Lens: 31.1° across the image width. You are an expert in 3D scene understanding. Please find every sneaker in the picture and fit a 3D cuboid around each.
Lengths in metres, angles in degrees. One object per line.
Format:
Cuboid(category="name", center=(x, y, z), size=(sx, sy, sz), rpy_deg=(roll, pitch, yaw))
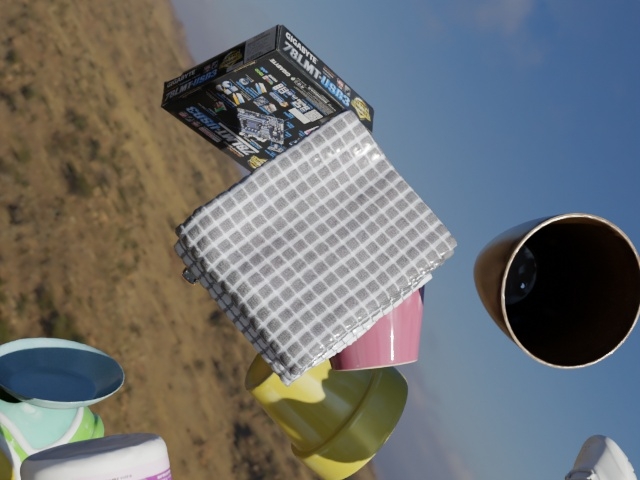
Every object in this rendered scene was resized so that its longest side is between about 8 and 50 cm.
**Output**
Cuboid(category="sneaker", center=(0.415, 0.422, 1.807), size=(0.129, 0.111, 0.297), rpy_deg=(47, 45, -25))

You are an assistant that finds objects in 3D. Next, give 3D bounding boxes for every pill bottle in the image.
Cuboid(category="pill bottle", center=(-0.238, 0.382, 1.310), size=(0.169, 0.169, 0.301), rpy_deg=(100, -18, -89))

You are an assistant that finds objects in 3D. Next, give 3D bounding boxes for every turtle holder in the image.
Cuboid(category="turtle holder", center=(-0.472, 0.328, 1.687), size=(0.243, 0.320, 0.227), rpy_deg=(-15, -61, 48))

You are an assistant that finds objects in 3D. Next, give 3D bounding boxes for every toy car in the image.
Cuboid(category="toy car", center=(-0.195, 0.063, 2.126), size=(0.122, 0.060, 0.040), rpy_deg=(23, 15, -19))

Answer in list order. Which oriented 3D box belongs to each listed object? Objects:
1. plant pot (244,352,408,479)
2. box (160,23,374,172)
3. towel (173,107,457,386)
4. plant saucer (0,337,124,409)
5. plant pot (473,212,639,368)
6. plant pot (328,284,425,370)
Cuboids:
Cuboid(category="plant pot", center=(-0.004, 0.285, 2.171), size=(0.239, 0.254, 0.254), rpy_deg=(39, 6, -16))
Cuboid(category="box", center=(-0.098, -0.254, 2.195), size=(0.295, 0.293, 0.073), rpy_deg=(36, 48, -40))
Cuboid(category="towel", center=(0.000, 0.000, 1.382), size=(0.235, 0.284, 0.121), rpy_deg=(48, -21, 11))
Cuboid(category="plant saucer", center=(-0.379, 0.197, 1.638), size=(0.195, 0.195, 0.037), rpy_deg=(-119, -141, -65))
Cuboid(category="plant pot", center=(0.317, 0.058, 1.679), size=(0.215, 0.215, 0.230), rpy_deg=(62, -10, -12))
Cuboid(category="plant pot", center=(0.070, 0.095, 1.693), size=(0.201, 0.201, 0.180), rpy_deg=(74, 10, -87))
